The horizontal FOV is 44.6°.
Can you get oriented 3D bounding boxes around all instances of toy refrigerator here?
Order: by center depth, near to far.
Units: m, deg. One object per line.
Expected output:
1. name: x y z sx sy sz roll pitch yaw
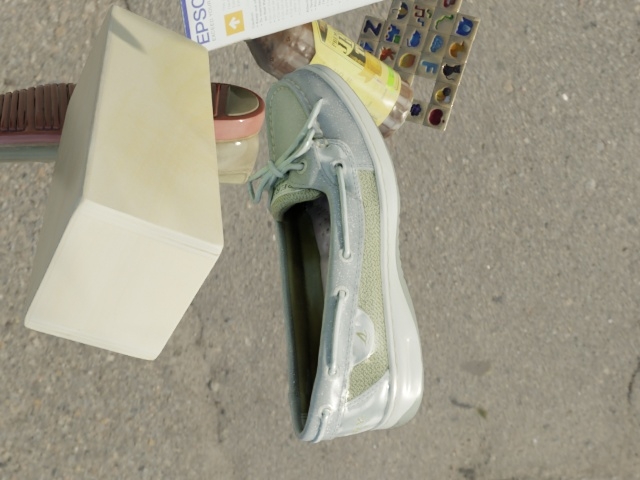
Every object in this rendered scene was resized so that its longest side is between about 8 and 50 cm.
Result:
1. toy refrigerator: -0.130 -0.054 0.550 0.094 0.270 0.102 21 121 -24

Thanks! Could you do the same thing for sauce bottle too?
1. sauce bottle: -0.017 -0.268 1.137 0.344 0.111 0.111 27 117 -31

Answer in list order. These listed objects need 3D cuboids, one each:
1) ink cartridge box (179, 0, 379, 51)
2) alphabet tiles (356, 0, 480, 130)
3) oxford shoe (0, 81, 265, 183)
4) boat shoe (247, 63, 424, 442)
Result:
1. ink cartridge box: -0.024 -0.384 0.776 0.330 0.071 0.324 -23 130 -25
2. alphabet tiles: 0.156 -0.328 1.345 0.198 0.009 0.237 19 96 18
3. oxford shoe: -0.237 -0.100 0.893 0.347 0.123 0.130 -2 129 -12
4. boat shoe: -0.001 0.002 0.653 0.103 0.321 0.118 -4 169 -32
